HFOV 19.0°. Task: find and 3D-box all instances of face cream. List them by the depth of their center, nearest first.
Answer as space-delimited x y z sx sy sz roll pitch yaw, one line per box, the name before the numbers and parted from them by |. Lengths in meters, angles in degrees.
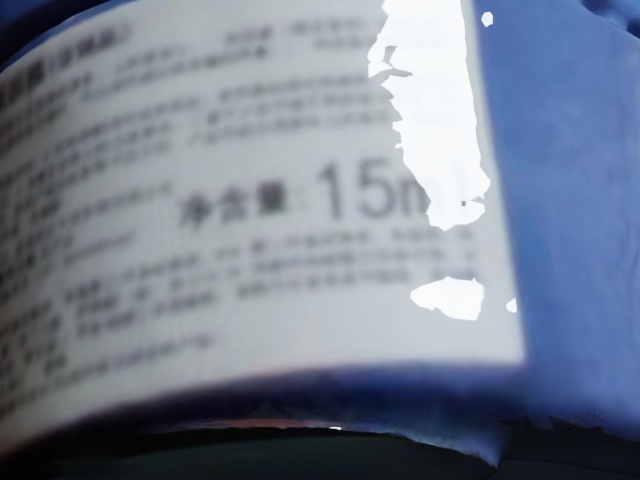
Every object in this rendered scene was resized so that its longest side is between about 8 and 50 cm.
face cream | 0.000 0.000 0.626 0.249 0.249 0.225 -6 64 9
